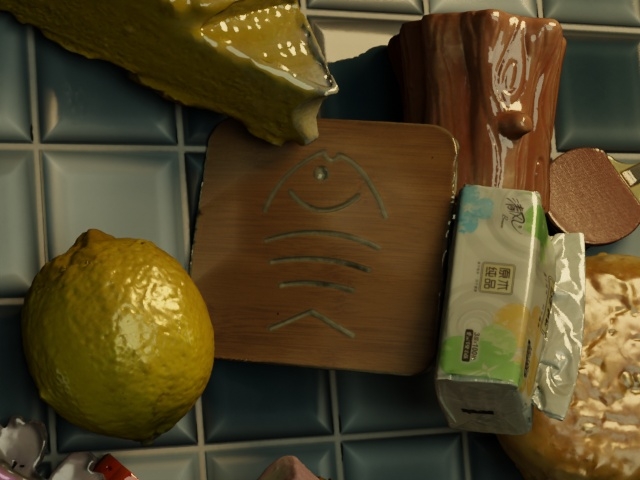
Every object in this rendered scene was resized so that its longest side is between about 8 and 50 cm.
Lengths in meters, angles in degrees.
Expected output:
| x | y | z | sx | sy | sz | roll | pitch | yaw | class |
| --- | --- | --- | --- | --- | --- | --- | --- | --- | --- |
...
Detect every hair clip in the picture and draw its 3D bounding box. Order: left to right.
| x | y | z | sx | sy | sz | roll | pitch | yaw | class |
| --- | --- | --- | --- | --- | --- | --- | --- | --- | --- |
| -0.359 | 0.229 | 1.684 | 0.300 | 0.069 | 0.173 | 35 | 69 | -13 | hair clip |

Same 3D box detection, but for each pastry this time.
| x | y | z | sx | sy | sz | roll | pitch | yaw | class |
| --- | --- | --- | --- | --- | --- | --- | --- | --- | --- |
| 0.332 | 0.169 | 1.977 | 0.284 | 0.184 | 0.315 | 42 | 67 | 7 | pastry |

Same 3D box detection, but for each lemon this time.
| x | y | z | sx | sy | sz | roll | pitch | yaw | class |
| --- | --- | --- | --- | --- | --- | --- | --- | --- | --- |
| -0.206 | 0.100 | 1.722 | 0.192 | 0.192 | 0.231 | -16 | 90 | -28 | lemon |

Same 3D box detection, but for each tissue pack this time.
| x | y | z | sx | sy | sz | roll | pitch | yaw | class |
| --- | --- | --- | --- | --- | --- | --- | --- | --- | --- |
| 0.211 | 0.079 | 1.821 | 0.145 | 0.159 | 0.229 | 3 | 64 | 13 | tissue pack |

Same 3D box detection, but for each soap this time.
| x | y | z | sx | sy | sz | roll | pitch | yaw | class |
| --- | --- | --- | --- | --- | --- | --- | --- | --- | --- |
| -0.188 | -0.221 | 1.789 | 0.339 | 0.169 | 0.304 | -15 | 71 | -28 | soap |

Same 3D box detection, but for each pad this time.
| x | y | z | sx | sy | sz | roll | pitch | yaw | class |
| --- | --- | --- | --- | --- | --- | --- | --- | --- | --- |
| 0.000 | 0.000 | 1.850 | 0.287 | 0.018 | 0.284 | 4 | 77 | 11 | pad |

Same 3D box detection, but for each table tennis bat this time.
| x | y | z | sx | sy | sz | roll | pitch | yaw | class |
| --- | --- | --- | --- | --- | --- | --- | --- | --- | --- |
| 0.362 | -0.066 | 2.114 | 0.220 | 0.019 | 0.130 | -25 | 76 | -30 | table tennis bat |

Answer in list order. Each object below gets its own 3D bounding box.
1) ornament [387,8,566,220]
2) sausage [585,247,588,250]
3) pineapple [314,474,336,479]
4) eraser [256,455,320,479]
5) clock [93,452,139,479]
| x | y | z | sx | sy | sz | roll | pitch | yaw | class |
| --- | --- | --- | --- | --- | --- | --- | --- | --- | --- |
| 0.184 | -0.136 | 1.960 | 0.221 | 0.235 | 0.217 | 12 | 80 | -53 | ornament |
| 0.301 | 0.015 | 2.081 | 0.198 | 0.025 | 0.028 | -36 | 66 | -27 | sausage |
| 0.067 | 0.375 | 1.843 | 0.250 | 0.140 | 0.164 | 47 | 66 | -15 | pineapple |
| -0.010 | 0.437 | 1.747 | 0.272 | 0.122 | 0.359 | -42 | 101 | 6 | eraser |
| -0.229 | 0.313 | 1.748 | 0.113 | 0.061 | 0.155 | 46 | 67 | -9 | clock |
